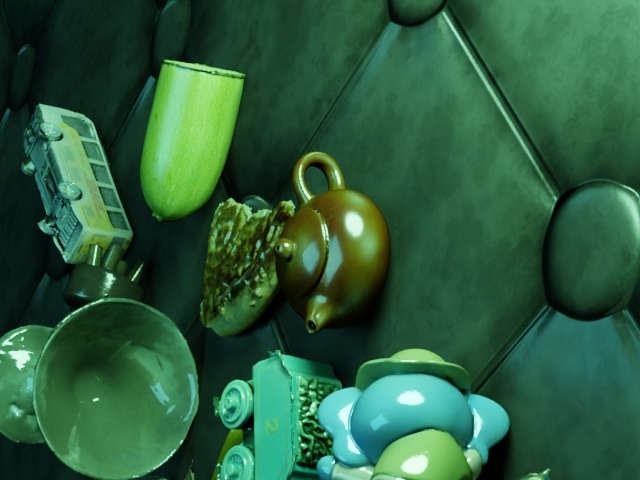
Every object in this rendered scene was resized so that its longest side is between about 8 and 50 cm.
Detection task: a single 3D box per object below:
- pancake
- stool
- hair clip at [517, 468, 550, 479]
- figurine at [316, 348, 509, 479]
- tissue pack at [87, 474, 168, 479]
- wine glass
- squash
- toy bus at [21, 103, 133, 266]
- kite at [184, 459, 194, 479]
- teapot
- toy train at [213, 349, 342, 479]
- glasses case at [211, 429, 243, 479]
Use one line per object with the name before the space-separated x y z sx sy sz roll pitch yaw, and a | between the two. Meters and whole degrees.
pancake | -0.101 0.010 1.923 0.266 0.057 0.244 -54 32 27
stool | -0.359 0.084 2.227 0.217 0.125 0.121 135 155 -67
hair clip | 0.145 0.352 1.427 0.095 0.110 0.359 -50 -5 -47
figurine | 0.082 0.224 1.405 0.180 0.154 0.262 -12 31 35
tissue pack | -0.277 0.479 1.945 0.159 0.136 0.246 8 94 58
wine glass | -0.384 0.231 2.114 0.406 0.267 0.267 -8 75 62
squash | -0.201 -0.145 2.030 0.132 0.132 0.247 25 104 56
toy bus | -0.434 -0.101 2.362 0.097 0.138 0.343 -58 40 32
kite | -0.203 0.447 1.977 0.183 0.014 0.241 -23 61 52
teapot | 0.000 0.000 1.677 0.178 0.135 0.252 -31 57 45
toy train | -0.047 0.247 1.709 0.163 0.112 0.203 -24 63 45
glasses case | -0.124 0.362 1.832 0.079 0.064 0.234 37 114 62
